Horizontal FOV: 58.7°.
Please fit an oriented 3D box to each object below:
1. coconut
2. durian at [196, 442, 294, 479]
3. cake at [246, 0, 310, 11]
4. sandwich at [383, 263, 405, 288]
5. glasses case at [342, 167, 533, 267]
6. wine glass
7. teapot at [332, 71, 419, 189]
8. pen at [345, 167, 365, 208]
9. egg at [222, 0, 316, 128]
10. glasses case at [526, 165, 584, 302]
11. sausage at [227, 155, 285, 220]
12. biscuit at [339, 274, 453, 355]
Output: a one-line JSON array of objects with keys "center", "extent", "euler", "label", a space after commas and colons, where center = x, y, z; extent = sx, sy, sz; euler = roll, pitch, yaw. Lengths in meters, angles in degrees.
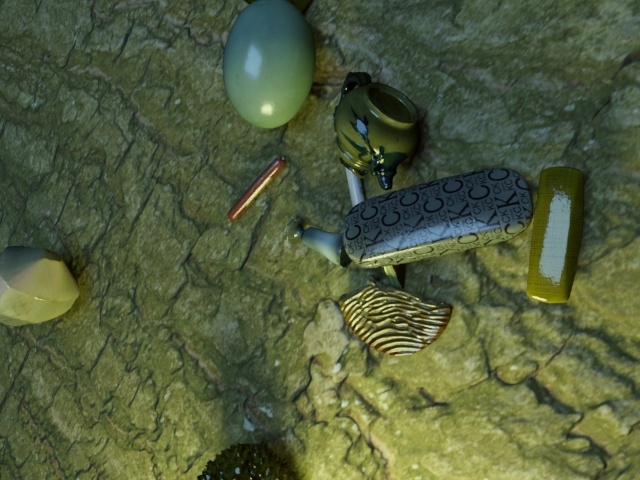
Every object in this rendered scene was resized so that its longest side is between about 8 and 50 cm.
[{"center": [-0.838, 0.127, 1.647], "extent": [0.260, 0.259, 0.258], "euler": [-3, 84, 32], "label": "coconut"}, {"center": [-0.164, 0.581, 1.192], "extent": [0.258, 0.258, 0.292], "euler": [-5, 94, 32], "label": "durian"}, {"center": [-0.135, -0.635, 1.322], "extent": [0.260, 0.156, 0.179], "euler": [41, 101, 30], "label": "cake"}, {"center": [0.150, 0.055, 1.145], "extent": [0.031, 0.044, 0.083], "euler": [4, 131, 37], "label": "sandwich"}, {"center": [0.209, -0.040, 1.061], "extent": [0.355, 0.085, 0.137], "euler": [-13, 61, 21], "label": "glasses case"}, {"center": [0.000, 0.000, 1.225], "extent": [0.156, 0.072, 0.072], "euler": [22, 98, 33], "label": "wine glass"}, {"center": [0.094, -0.217, 1.141], "extent": [0.182, 0.173, 0.269], "euler": [-56, 47, 41], "label": "teapot"}, {"center": [0.072, -0.126, 1.212], "extent": [0.033, 0.033, 0.268], "euler": [-16, 77, 31], "label": "pen"}, {"center": [-0.112, -0.389, 1.250], "extent": [0.203, 0.203, 0.282], "euler": [6, 94, 33], "label": "egg"}, {"center": [0.403, -0.010, 0.970], "extent": [0.079, 0.064, 0.233], "euler": [7, 90, 26], "label": "glasses case"}, {"center": [-0.155, -0.122, 1.359], "extent": [0.223, 0.029, 0.029], "euler": [-45, 64, 22], "label": "sausage"}, {"center": [0.147, 0.143, 1.132], "extent": [0.229, 0.031, 0.176], "euler": [-25, 81, 32], "label": "biscuit"}]
